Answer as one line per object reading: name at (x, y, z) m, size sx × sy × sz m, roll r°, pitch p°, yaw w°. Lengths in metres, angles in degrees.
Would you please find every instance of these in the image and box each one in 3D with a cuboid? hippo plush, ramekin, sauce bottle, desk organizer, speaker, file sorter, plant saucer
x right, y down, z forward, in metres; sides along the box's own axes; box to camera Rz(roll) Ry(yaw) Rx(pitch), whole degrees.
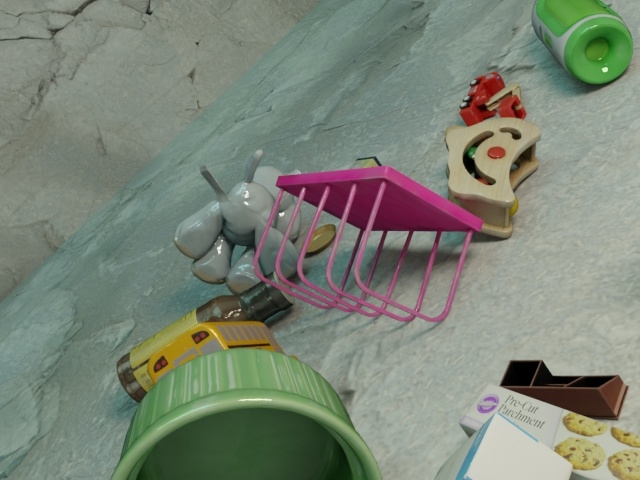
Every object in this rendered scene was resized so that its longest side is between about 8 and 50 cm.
hippo plush at (-0.154, -0.052, 1.642) m, size 0.234 × 0.294 × 0.236 m, roll -12°, pitch 21°, yaw 15°
ramekin at (-0.088, 0.271, 0.935) m, size 0.303 × 0.303 × 0.148 m, roll -35°, pitch 23°, yaw 5°
sauce bottle at (-0.204, 0.174, 1.489) m, size 0.344 × 0.111 × 0.111 m, roll -31°, pitch 25°, yaw 11°
desk organizer at (0.274, 0.167, 0.933) m, size 0.130 × 0.050 × 0.047 m, roll -10°, pitch 37°, yaw 46°
speaker at (0.484, -0.393, 1.538) m, size 0.131 × 0.131 × 0.296 m, roll -30°, pitch 26°, yaw 16°
file sorter at (0.060, 0.014, 1.278) m, size 0.290 × 0.202 × 0.182 m, roll 2°, pitch 69°, yaw 56°
plant saucer at (0.000, 0.000, 1.628) m, size 0.083 × 0.015 × 0.083 m, roll -30°, pitch 26°, yaw 16°

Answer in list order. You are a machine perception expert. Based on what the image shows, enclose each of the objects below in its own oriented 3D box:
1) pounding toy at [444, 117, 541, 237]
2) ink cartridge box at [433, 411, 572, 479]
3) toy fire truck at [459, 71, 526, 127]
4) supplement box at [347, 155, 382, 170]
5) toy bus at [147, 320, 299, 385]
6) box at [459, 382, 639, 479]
pounding toy at (0.286, -0.099, 1.360) m, size 0.154 × 0.155 × 0.269 m, roll -1°, pitch 44°, yaw 8°
ink cartridge box at (0.163, 0.257, 0.813) m, size 0.090 × 0.092 × 0.143 m, roll -50°, pitch -8°, yaw -43°
toy fire truck at (0.346, -0.277, 1.612) m, size 0.135 × 0.047 × 0.192 m, roll -16°, pitch 31°, yaw 38°
supplement box at (0.090, -0.107, 1.612) m, size 0.056 × 0.083 × 0.083 m, roll 0°, pitch 45°, yaw 52°
toy bus at (-0.115, 0.188, 1.148) m, size 0.108 × 0.130 × 0.332 m, roll -36°, pitch -10°, yaw 6°
box at (0.275, 0.223, 0.819) m, size 0.067 × 0.063 × 0.324 m, roll -46°, pitch 26°, yaw -18°
